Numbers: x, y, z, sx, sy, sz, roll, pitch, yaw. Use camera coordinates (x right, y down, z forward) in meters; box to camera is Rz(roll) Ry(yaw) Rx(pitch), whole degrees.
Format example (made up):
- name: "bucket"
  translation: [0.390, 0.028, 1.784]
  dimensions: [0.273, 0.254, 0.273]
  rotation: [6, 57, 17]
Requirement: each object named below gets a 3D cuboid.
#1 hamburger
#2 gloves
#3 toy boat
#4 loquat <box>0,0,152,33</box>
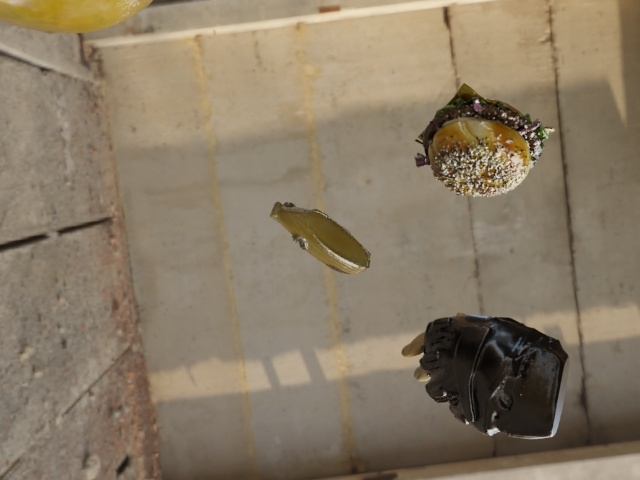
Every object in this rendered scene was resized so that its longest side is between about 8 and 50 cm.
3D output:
- name: "hamburger"
  translation: [0.211, -0.117, 0.995]
  dimensions: [0.189, 0.164, 0.093]
  rotation: [108, 0, -63]
- name: "gloves"
  translation: [0.185, 0.152, 0.877]
  dimensions: [0.164, 0.203, 0.124]
  rotation: [-59, 146, -39]
- name: "toy boat"
  translation: [0.000, 0.000, 0.890]
  dimensions: [0.149, 0.049, 0.047]
  rotation: [36, 57, -34]
- name: "loquat"
  translation: [-0.275, -0.352, 0.744]
  dimensions: [0.276, 0.284, 0.276]
  rotation: [-163, -90, -74]
